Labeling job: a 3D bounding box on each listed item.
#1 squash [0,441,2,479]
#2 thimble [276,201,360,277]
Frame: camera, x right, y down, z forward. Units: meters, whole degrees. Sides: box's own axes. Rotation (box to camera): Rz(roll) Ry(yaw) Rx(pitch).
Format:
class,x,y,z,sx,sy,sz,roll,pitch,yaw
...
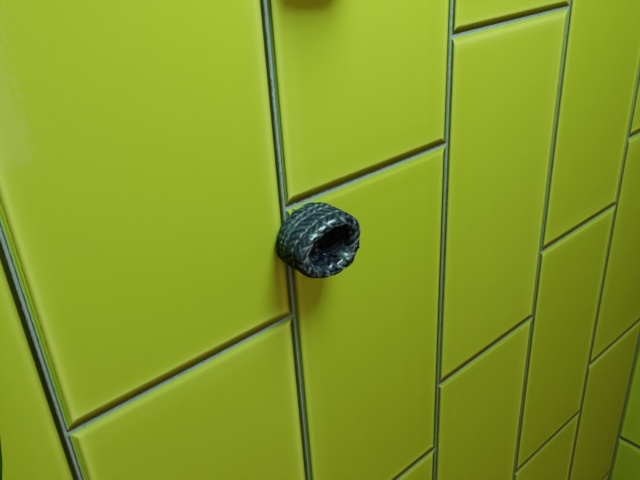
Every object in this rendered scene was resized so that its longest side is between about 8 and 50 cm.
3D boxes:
class,x,y,z,sx,sy,sz,roll,pitch,yaw
squash,-0.349,0.220,0.609,0.080,0.071,0.318,-8,114,-41
thimble,-0.002,-0.001,0.848,0.104,0.066,0.095,3,109,-44
